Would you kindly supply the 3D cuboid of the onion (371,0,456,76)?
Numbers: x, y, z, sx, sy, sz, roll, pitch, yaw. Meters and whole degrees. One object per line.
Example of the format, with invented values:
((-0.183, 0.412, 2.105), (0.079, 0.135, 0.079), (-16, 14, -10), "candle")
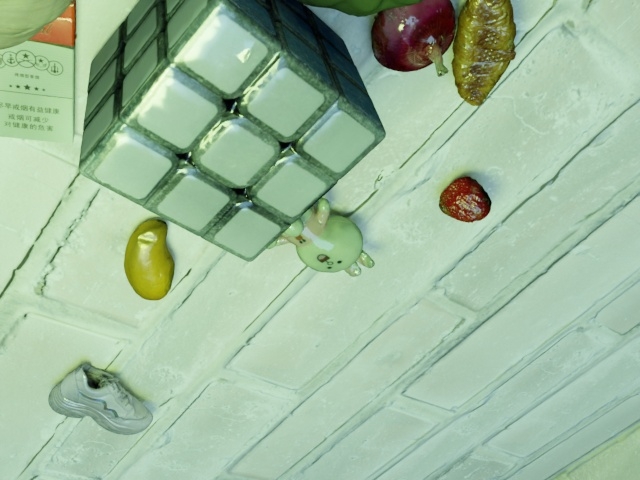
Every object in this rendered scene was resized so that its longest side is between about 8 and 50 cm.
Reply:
((0.160, -0.313, 1.030), (0.149, 0.140, 0.150), (-14, 150, -8), "onion")

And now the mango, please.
((-0.336, 0.045, 1.273), (0.098, 0.075, 0.190), (-13, 132, -24), "mango")

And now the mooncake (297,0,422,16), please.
((0.058, -0.472, 0.822), (0.356, 0.194, 0.357), (-7, 132, -8), "mooncake")

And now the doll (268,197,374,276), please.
((-0.004, -0.011, 1.292), (0.275, 0.113, 0.154), (24, 131, -40), "doll")

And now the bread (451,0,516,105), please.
((0.274, -0.336, 1.082), (0.104, 0.076, 0.233), (-1, 140, 3), "bread")

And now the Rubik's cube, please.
((-0.134, -0.208, 0.937), (0.305, 0.301, 0.303), (30, 119, -33), "Rubik's cube")

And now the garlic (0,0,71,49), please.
((-0.424, -0.371, 0.752), (0.317, 0.260, 0.317), (18, 154, 9), "garlic")

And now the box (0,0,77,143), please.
((-0.446, -0.262, 0.989), (0.138, 0.035, 0.245), (3, 131, -16), "box")

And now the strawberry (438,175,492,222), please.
((0.291, -0.078, 1.307), (0.106, 0.106, 0.106), (-7, 133, -8), "strawberry")

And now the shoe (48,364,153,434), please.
((-0.494, 0.368, 1.516), (0.245, 0.095, 0.137), (27, 123, -26), "shoe")
